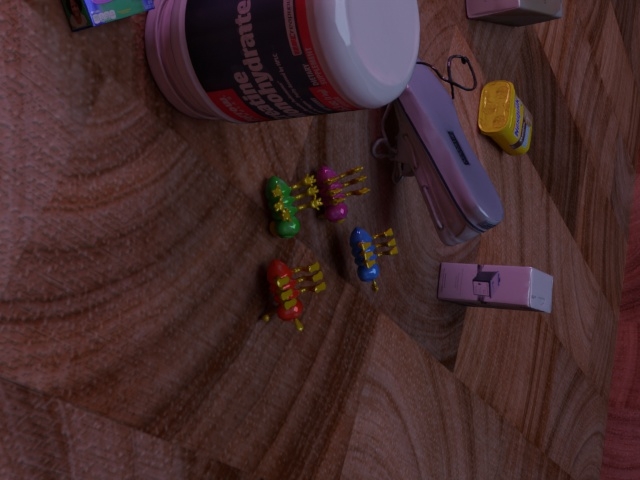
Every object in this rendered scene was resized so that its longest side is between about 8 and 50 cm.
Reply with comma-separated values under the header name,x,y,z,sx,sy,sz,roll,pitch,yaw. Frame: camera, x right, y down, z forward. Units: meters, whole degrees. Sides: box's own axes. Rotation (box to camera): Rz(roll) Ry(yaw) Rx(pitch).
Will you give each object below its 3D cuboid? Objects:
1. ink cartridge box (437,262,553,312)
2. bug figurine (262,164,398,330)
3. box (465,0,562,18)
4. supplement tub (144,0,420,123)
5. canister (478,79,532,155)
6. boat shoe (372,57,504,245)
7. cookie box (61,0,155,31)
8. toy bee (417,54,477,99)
name,x,y,z,sx,sy,sz,roll,pitch,yaw
ink cartridge box,0.356,0.097,1.438,0.140,0.191,0.082,18,75,-54
bug figurine,0.000,0.000,1.039,0.279,0.072,0.216,-20,100,-48
box,0.448,-0.580,1.627,0.311,0.121,0.147,-20,105,-53
supplement tub,-0.044,-0.233,0.802,0.191,0.272,0.191,0,90,-54
canister,0.435,-0.281,1.654,0.170,0.073,0.126,24,71,-54
boat shoe,0.172,-0.153,1.237,0.136,0.156,0.366,-5,65,-50
cookie box,-0.232,-0.282,0.737,0.092,0.040,0.107,-40,121,-46
toy bee,0.074,-0.308,1.104,0.195,0.162,0.298,-32,91,-41
